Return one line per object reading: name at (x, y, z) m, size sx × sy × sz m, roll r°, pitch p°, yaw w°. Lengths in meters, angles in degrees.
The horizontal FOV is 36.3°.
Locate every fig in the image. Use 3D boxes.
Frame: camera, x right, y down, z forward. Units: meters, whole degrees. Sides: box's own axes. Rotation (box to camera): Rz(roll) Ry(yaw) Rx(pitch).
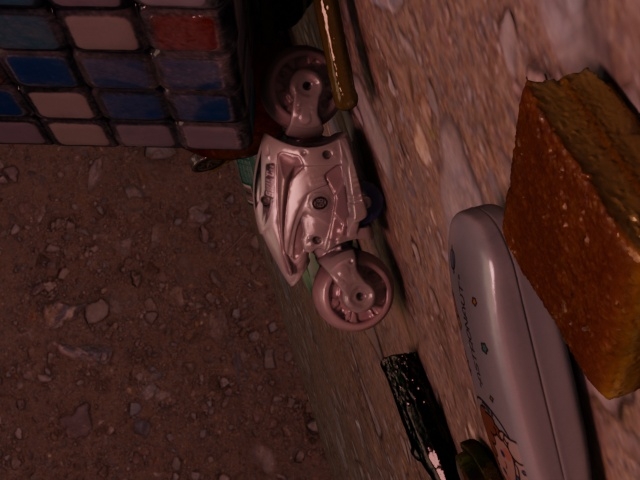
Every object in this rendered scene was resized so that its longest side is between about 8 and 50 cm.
fig at (-0.096, -0.166, 1.113) m, size 0.207 × 0.175 × 0.175 m, roll 47°, pitch -158°, yaw -71°

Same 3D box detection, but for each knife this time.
knife at (-0.010, -0.254, 0.664) m, size 0.061 × 0.027 × 0.342 m, roll -104°, pitch 2°, yaw -73°

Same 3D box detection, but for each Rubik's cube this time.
Rubik's cube at (-0.192, -0.252, 0.734) m, size 0.293 × 0.287 × 0.291 m, roll 88°, pitch -176°, yaw -73°

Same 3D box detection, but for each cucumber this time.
cucumber at (0.095, 0.175, 0.866) m, size 0.043 × 0.039 × 0.163 m, roll 42°, pitch -154°, yaw -60°

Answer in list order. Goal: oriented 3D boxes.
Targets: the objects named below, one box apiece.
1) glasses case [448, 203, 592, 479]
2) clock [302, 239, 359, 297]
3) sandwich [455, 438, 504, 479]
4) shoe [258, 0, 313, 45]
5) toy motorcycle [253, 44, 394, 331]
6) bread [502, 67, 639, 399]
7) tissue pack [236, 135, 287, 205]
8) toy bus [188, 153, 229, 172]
glasses case at (0.102, 0.068, 0.502) m, size 0.067 × 0.045 × 0.178 m, roll -132°, pitch 25°, yaw -76°
clock at (0.001, 0.000, 1.083) m, size 0.148 × 0.060 × 0.188 m, roll 109°, pitch 143°, yaw -78°
sandwich at (0.127, 0.202, 0.720) m, size 0.069 × 0.026 × 0.101 m, roll -168°, pitch 60°, yaw -81°
shoe at (-0.022, -0.226, 0.789) m, size 0.179 × 0.049 × 0.071 m, roll -87°, pitch -5°, yaw -47°
toy motorcycle at (-0.006, -0.039, 0.844) m, size 0.112 × 0.113 × 0.254 m, roll -146°, pitch 40°, yaw -79°
bread at (0.103, -0.001, 0.366) m, size 0.094 × 0.035 × 0.090 m, roll 82°, pitch 168°, yaw -53°
tissue pack at (-0.054, -0.102, 1.237) m, size 0.085 × 0.079 × 0.111 m, roll 16°, pitch 131°, yaw 43°
toy bus at (-0.163, -0.224, 1.460) m, size 0.330 × 0.152 × 0.144 m, roll 90°, pitch 156°, yaw -75°
